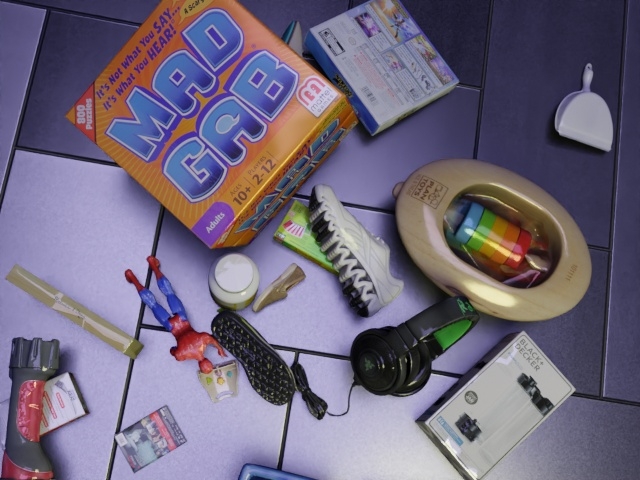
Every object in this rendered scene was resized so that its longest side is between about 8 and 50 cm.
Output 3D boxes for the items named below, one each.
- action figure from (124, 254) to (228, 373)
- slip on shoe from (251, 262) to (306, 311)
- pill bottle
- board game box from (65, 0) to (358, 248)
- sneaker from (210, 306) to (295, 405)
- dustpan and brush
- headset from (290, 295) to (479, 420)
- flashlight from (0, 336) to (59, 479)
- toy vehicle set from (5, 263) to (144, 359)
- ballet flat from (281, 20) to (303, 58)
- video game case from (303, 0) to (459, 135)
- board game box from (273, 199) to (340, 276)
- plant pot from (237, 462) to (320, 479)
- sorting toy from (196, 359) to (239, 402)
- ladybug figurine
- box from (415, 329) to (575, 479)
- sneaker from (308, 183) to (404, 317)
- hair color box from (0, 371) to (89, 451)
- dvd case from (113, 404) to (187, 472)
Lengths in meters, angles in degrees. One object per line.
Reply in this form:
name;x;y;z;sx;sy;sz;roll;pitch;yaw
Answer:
action figure;-0.287;0.173;1.648;0.092;0.139;0.280;-34;61;-9
slip on shoe;-0.087;0.106;1.699;0.041;0.051;0.135;43;69;7
pill bottle;-0.174;0.081;1.623;0.103;0.184;0.103;1;77;-7
board game box;-0.184;-0.234;1.560;0.356;0.356;0.356;42;95;4
sneaker;-0.129;0.226;1.639;0.084;0.097;0.234;-37;90;5
dustpan and brush;0.619;-0.320;1.877;0.147;0.060;0.211;16;82;-14
headset;0.126;0.222;1.615;0.394;0.243;0.185;-38;68;10
flashlight;-0.539;0.336;1.515;0.103;0.103;0.303;11;75;-32
toy vehicle set;-0.476;0.144;1.584;0.267;0.166;0.035;32;77;1
ballet flat;-0.087;-0.369;1.796;0.086;0.086;0.248;28;79;0
video game case;0.137;-0.400;1.808;0.244;0.061;0.269;-32;82;-24
board game box;0.000;0.000;1.733;0.181;0.043;0.092;30;77;1
plant pot;-0.070;0.555;1.514;0.236;0.212;0.235;17;75;-3
sorting toy;-0.203;0.290;1.648;0.083;0.045;0.075;-15;87;-10
ladybug figurine;0.349;0.001;1.712;0.450;0.162;0.305;33;75;1
box;0.361;0.342;1.675;0.290;0.087;0.169;-38;84;-13
sneaker;0.070;0.010;1.670;0.118;0.110;0.292;-26;90;-19
hair color box;-0.555;0.337;1.590;0.167;0.053;0.093;-24;81;-10
dvd case;-0.341;0.398;1.621;0.120;0.013;0.087;-30;82;-13
